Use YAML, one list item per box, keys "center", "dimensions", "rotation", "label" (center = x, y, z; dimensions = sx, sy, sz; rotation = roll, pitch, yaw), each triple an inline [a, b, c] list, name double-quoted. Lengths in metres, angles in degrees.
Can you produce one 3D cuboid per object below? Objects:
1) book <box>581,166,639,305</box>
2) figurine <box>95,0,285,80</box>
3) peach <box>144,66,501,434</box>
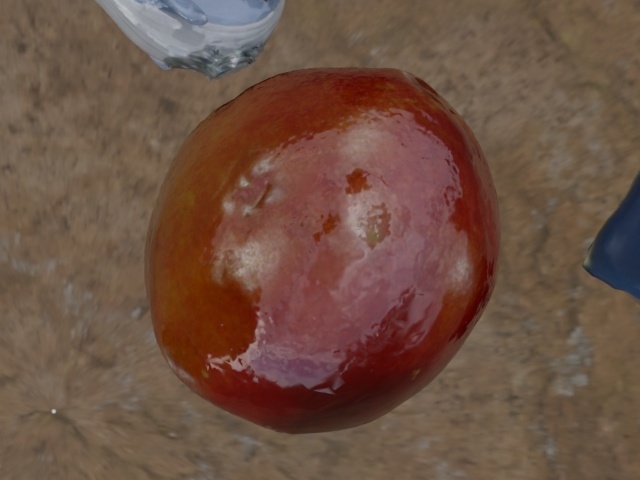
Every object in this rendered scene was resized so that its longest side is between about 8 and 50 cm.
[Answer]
- center: [0.276, -0.028, 0.256]
  dimensions: [0.300, 0.428, 0.039]
  rotation: [-53, 131, -3]
  label: "book"
- center: [-0.098, -0.225, 1.323]
  dimensions: [0.208, 0.128, 0.183]
  rotation: [-11, 81, -24]
  label: "figurine"
- center: [0.000, 0.000, 0.979]
  dimensions: [0.199, 0.243, 0.243]
  rotation: [32, 77, -44]
  label: "peach"
